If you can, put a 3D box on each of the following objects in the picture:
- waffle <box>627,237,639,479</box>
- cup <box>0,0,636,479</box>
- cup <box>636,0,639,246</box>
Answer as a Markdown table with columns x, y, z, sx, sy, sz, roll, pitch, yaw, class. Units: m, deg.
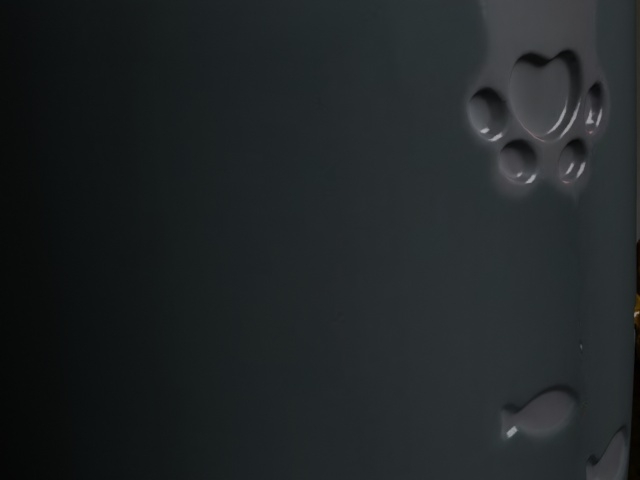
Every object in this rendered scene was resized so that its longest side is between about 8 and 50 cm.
| x | y | z | sx | sy | sz | roll | pitch | yaw | class |
| --- | --- | --- | --- | --- | --- | --- | --- | --- | --- |
| 0.149 | 0.096 | 0.764 | 0.197 | 0.070 | 0.193 | 62 | 25 | -54 | waffle |
| 0.000 | 0.000 | 0.695 | 0.356 | 0.259 | 0.275 | -24 | 113 | -71 | cup |
| 0.284 | -0.034 | 1.078 | 0.236 | 0.323 | 0.327 | 10 | 4 | 18 | cup |
